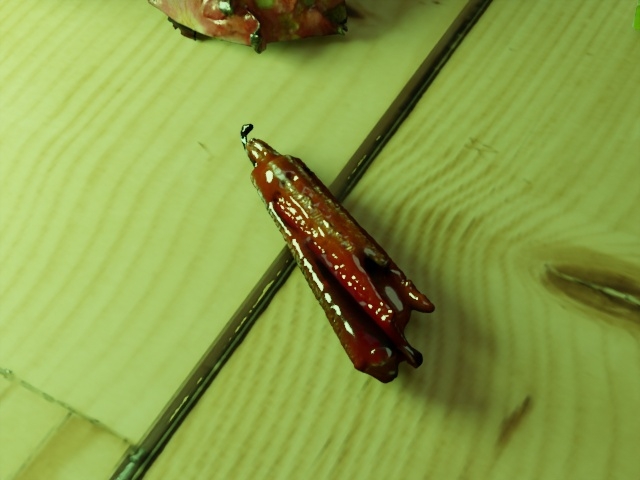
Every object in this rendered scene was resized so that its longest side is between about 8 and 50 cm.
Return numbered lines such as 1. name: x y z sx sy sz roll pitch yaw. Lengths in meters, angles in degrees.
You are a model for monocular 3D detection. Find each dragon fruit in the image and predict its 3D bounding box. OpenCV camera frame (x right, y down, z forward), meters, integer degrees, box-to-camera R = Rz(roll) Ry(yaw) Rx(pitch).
1. dragon fruit: -0.100 -0.296 1.206 0.161 0.126 0.274 -34 59 -20

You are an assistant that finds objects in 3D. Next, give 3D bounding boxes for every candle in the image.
1. candle: 0.000 0.000 1.029 0.084 0.059 0.301 -22 55 -23

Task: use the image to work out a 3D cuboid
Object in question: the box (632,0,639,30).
1. box: 0.456 -0.281 1.195 0.175 0.062 0.260 28 62 21
